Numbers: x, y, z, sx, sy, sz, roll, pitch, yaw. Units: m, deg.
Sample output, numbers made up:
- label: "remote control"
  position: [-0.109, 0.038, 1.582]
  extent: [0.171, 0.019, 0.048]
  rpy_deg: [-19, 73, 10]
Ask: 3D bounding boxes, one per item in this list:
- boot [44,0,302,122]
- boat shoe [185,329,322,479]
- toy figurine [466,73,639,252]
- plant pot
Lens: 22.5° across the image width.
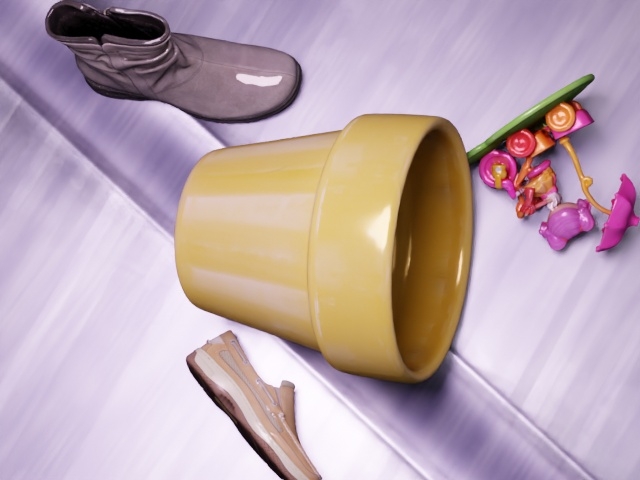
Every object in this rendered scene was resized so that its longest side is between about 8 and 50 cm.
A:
- label: "boot"
  position: [-0.149, -0.185, 1.639]
  extent: [0.246, 0.161, 0.083]
  rpy_deg: [5, 79, 6]
- label: "boat shoe"
  position: [-0.052, 0.167, 1.607]
  extent: [0.072, 0.068, 0.190]
  rpy_deg: [-37, 77, -15]
- label: "toy figurine"
  position: [0.241, -0.054, 1.612]
  extent: [0.173, 0.130, 0.159]
  rpy_deg: [-33, 86, 20]
- label: "plant pot"
  position: [0.000, 0.000, 1.558]
  extent: [0.239, 0.254, 0.254]
  rpy_deg: [5, 78, 23]
